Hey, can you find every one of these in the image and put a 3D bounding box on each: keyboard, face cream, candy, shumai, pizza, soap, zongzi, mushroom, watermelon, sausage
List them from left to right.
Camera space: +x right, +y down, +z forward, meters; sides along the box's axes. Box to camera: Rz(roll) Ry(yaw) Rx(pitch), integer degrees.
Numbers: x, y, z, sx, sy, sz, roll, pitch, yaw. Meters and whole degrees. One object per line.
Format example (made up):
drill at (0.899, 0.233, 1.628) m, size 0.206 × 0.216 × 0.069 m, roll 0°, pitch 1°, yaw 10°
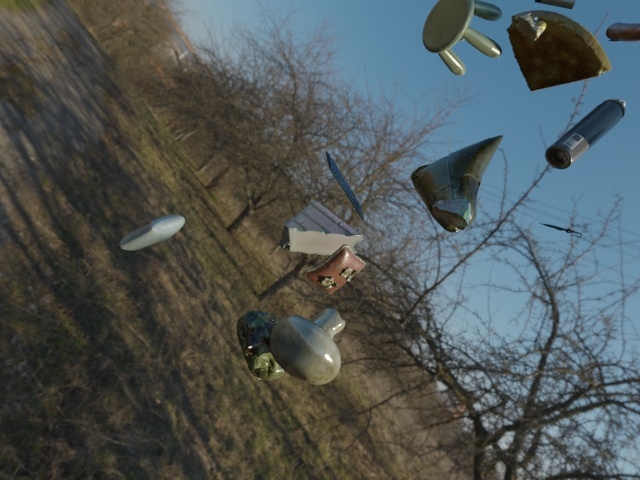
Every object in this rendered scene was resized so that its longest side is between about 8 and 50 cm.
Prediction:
candy at (-0.515, -0.023, 1.244) m, size 0.138 × 0.174 × 0.071 m, roll -32°, pitch 99°, yaw -60°
shumai at (-0.181, 0.349, 1.403) m, size 0.256 × 0.189 × 0.218 m, roll 61°, pitch -21°, yaw 12°
mushroom at (-0.028, 0.302, 1.227) m, size 0.243 × 0.243 × 0.243 m, roll 53°, pitch -2°, yaw 3°
soap at (0.000, 0.000, 1.782) m, size 0.302 × 0.258 × 0.159 m, roll 36°, pitch -47°, yaw 10°
keyboard at (0.061, -0.126, 0.967) m, size 0.198 × 0.010 × 0.064 m, roll 51°, pitch 22°, yaw -45°
watermelon at (0.356, -0.074, 1.076) m, size 0.180 × 0.094 × 0.081 m, roll 161°, pitch -65°, yaw -84°
zongzi at (0.525, -0.210, 1.395) m, size 0.160 × 0.360 × 0.323 m, roll 51°, pitch 16°, yaw -37°
pizza at (0.735, -0.611, 1.256) m, size 0.258 × 0.087 × 0.268 m, roll 55°, pitch -12°, yaw -21°
face cream at (0.727, -0.297, 1.096) m, size 0.073 × 0.283 × 0.073 m, roll 48°, pitch -15°, yaw 18°
sausage at (0.708, -0.478, 0.927) m, size 0.177 × 0.047 × 0.040 m, roll -70°, pitch 151°, yaw -62°

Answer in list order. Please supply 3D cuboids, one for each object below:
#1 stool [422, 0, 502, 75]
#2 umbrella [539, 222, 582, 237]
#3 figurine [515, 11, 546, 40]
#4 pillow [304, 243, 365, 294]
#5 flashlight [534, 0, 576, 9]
stool at (0.473, -0.693, 1.352) m, size 0.198 × 0.195 × 0.195 m, roll 10°, pitch -11°, yaw -35°
umbrella at (0.913, -0.046, 1.541) m, size 0.148 × 0.022 × 0.022 m, roll 26°, pitch 14°, yaw 28°
figurine at (0.578, -0.588, 1.103) m, size 0.083 × 0.050 × 0.047 m, roll 55°, pitch 1°, yaw 18°
pillow at (0.058, 0.105, 1.383) m, size 0.171 × 0.179 × 0.075 m, roll 41°, pitch 15°, yaw -47°
flashlight at (0.531, -0.542, 0.917) m, size 0.083 × 0.018 × 0.018 m, roll 26°, pitch -33°, yaw 21°
